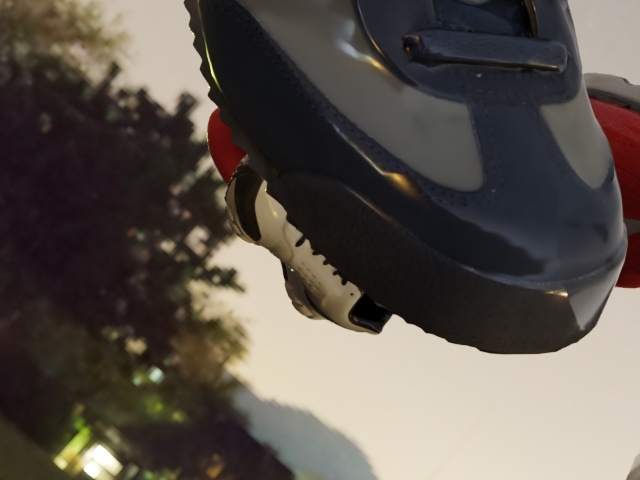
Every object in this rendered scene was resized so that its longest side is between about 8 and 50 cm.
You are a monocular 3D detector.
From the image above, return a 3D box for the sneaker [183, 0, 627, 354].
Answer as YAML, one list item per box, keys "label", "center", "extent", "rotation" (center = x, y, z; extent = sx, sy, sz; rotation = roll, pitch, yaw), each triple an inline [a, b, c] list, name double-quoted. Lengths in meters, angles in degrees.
- label: "sneaker"
  center: [0.019, -0.119, 0.469]
  extent: [0.131, 0.112, 0.319]
  rotation: [-59, -137, 43]

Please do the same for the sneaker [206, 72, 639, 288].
- label: "sneaker"
  center: [0.060, -0.026, 0.740]
  extent: [0.279, 0.118, 0.107]
  rotation: [14, -62, 38]

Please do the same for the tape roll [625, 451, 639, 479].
- label: "tape roll"
  center: [0.300, 0.197, 0.826]
  extent: [0.286, 0.100, 0.286]
  rotation: [31, 33, -22]

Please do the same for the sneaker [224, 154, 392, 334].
- label: "sneaker"
  center: [0.000, 0.000, 0.607]
  extent: [0.044, 0.040, 0.109]
  rotation: [23, -19, 38]
